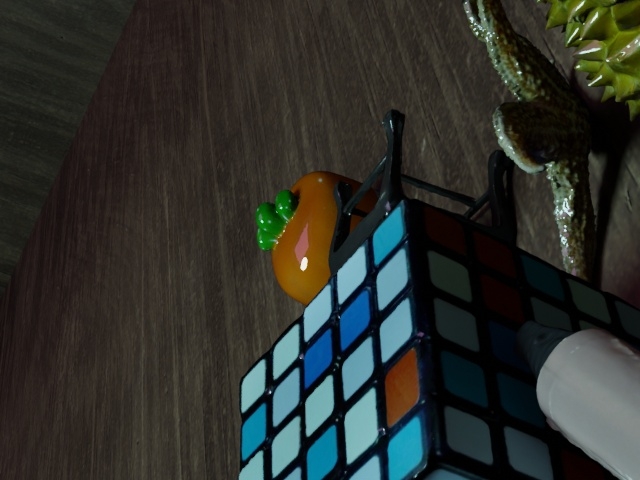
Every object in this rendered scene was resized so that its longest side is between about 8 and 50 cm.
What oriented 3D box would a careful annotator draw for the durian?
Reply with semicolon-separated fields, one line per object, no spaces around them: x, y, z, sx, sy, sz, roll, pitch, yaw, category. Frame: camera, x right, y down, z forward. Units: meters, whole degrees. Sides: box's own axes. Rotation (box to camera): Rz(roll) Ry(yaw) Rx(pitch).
0.204;-0.158;0.831;0.182;0.165;0.132;9;47;48;durian

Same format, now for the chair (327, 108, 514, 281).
0.067;0.039;1.008;0.113;0.106;0.229;130;151;-49;chair

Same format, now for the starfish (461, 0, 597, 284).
0.147;-0.071;0.899;0.057;0.213;0.238;-25;83;22;starfish

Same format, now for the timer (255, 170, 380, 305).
0.000;0.000;1.202;0.136;0.136;0.099;-92;23;-47;timer

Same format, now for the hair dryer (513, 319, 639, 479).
0.178;0.092;0.551;0.344;0.107;0.189;38;108;54;hair dryer

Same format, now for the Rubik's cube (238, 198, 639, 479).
0.075;0.120;0.766;0.184;0.182;0.187;-49;29;35;Rubik's cube
